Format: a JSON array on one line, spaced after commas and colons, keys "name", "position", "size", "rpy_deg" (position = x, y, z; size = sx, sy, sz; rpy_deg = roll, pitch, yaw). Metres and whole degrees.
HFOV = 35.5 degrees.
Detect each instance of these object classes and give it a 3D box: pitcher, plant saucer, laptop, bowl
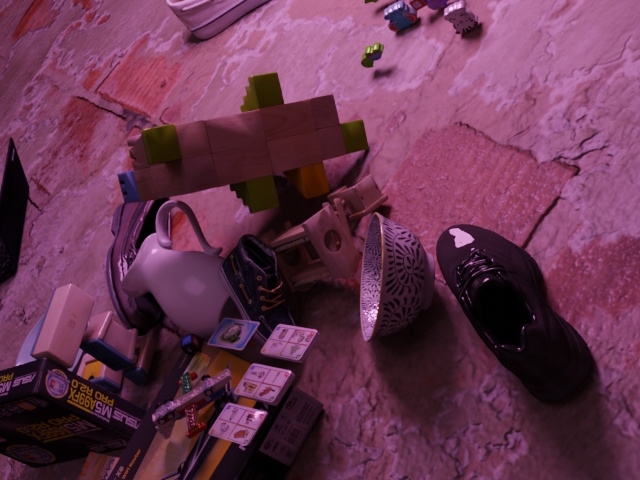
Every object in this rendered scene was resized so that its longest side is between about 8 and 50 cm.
[{"name": "pitcher", "position": [-0.194, 0.046, 1.534], "size": [0.207, 0.125, 0.178], "rpy_deg": [25, 105, 33]}, {"name": "plant saucer", "position": [-0.469, 0.203, 1.783], "size": [0.195, 0.037, 0.195], "rpy_deg": [-24, 47, 30]}, {"name": "laptop", "position": [-0.699, -0.040, 2.103], "size": [0.264, 0.136, 0.234], "rpy_deg": [-28, 45, 26]}, {"name": "bowl", "position": [0.103, 0.050, 1.301], "size": [0.080, 0.170, 0.170], "rpy_deg": [4, 53, -5]}]

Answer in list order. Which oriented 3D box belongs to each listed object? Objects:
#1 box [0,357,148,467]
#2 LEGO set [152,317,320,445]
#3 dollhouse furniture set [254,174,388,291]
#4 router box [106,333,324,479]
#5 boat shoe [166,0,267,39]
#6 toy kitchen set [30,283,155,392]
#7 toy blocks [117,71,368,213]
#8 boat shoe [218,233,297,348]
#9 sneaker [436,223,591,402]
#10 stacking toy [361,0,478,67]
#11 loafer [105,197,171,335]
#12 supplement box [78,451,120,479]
[{"name": "box", "position": [-0.441, 0.276, 1.564], "size": [0.270, 0.216, 0.060], "rpy_deg": [-18, 50, 33]}, {"name": "LEGO set", "position": [-0.124, 0.192, 1.351], "size": [0.244, 0.060, 0.182], "rpy_deg": [3, 50, 43]}, {"name": "dollhouse furniture set", "position": [0.000, 0.000, 1.482], "size": [0.161, 0.101, 0.182], "rpy_deg": [-37, 11, -37]}, {"name": "router box", "position": [-0.165, 0.308, 1.383], "size": [0.243, 0.081, 0.309], "rpy_deg": [17, 74, 48]}, {"name": "boat shoe", "position": [-0.160, -0.552, 1.958], "size": [0.367, 0.156, 0.136], "rpy_deg": [-28, 46, 27]}, {"name": "toy kitchen set", "position": [-0.387, 0.188, 1.578], "size": [0.166, 0.207, 0.122], "rpy_deg": [-18, 45, 35]}, {"name": "toy blocks", "position": [-0.158, -0.135, 1.531], "size": [0.260, 0.381, 0.191], "rpy_deg": [-5, 100, 51]}, {"name": "boat shoe", "position": [-0.077, 0.080, 1.417], "size": [0.183, 0.065, 0.083], "rpy_deg": [52, 135, 18]}, {"name": "sneaker", "position": [0.208, 0.058, 1.181], "size": [0.109, 0.130, 0.286], "rpy_deg": [-46, 39, 10]}, {"name": "stacking toy", "position": [0.160, -0.379, 1.616], "size": [0.221, 0.052, 0.167], "rpy_deg": [-20, 47, 35]}, {"name": "loafer", "position": [-0.299, 0.025, 1.708], "size": [0.095, 0.109, 0.303], "rpy_deg": [-31, 41, 17]}, {"name": "supplement box", "position": [-0.325, 0.363, 1.528], "size": [0.098, 0.036, 0.062], "rpy_deg": [-2, 61, 42]}]
